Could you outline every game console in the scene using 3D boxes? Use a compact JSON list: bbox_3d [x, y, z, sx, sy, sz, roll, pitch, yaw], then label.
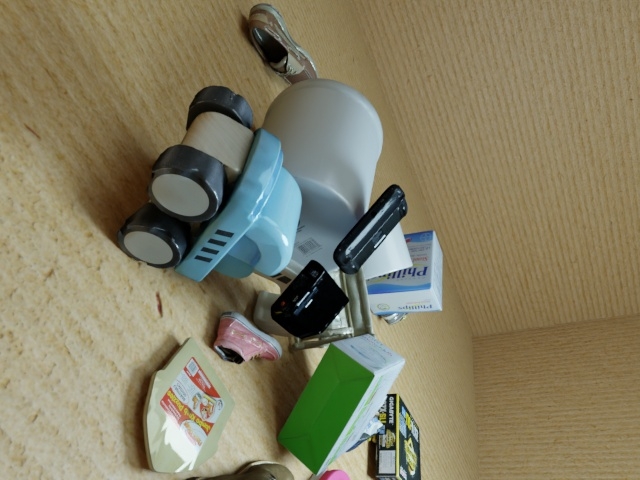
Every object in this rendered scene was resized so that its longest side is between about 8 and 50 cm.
[{"bbox_3d":[0.055,0.046,0.880,0.044,0.361,0.213,38,-9,26],"label":"game console"}]

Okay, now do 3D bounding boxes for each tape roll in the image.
[{"bbox_3d":[0.163,0.038,1.434,0.246,0.246,0.169,-2,73,-65],"label":"tape roll"}]

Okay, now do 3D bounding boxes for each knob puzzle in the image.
[{"bbox_3d":[-0.230,0.290,0.723,0.213,0.030,0.213,43,40,-51],"label":"knob puzzle"}]

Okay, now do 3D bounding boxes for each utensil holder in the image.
[{"bbox_3d":[-0.029,-0.157,1.060,0.327,0.328,0.385,57,32,-34],"label":"utensil holder"}]

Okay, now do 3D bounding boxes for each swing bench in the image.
[{"bbox_3d":[0.030,0.162,1.201,0.255,0.165,0.253,29,50,-65],"label":"swing bench"}]

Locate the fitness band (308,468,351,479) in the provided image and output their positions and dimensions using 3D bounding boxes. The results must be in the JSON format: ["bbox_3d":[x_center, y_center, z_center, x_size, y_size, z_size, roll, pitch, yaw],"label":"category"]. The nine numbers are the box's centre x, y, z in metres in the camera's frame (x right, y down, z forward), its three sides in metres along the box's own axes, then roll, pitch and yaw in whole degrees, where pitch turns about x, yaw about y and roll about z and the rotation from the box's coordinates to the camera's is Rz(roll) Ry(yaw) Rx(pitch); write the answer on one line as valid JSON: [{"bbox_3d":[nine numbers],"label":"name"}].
[{"bbox_3d":[0.011,0.663,1.000,0.291,0.054,0.209,-13,89,-64],"label":"fitness band"}]

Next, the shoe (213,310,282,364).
[{"bbox_3d":[-0.149,0.225,0.899,0.178,0.063,0.081,49,36,-35],"label":"shoe"}]

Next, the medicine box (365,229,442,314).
[{"bbox_3d":[0.324,0.126,1.683,0.149,0.264,0.289,60,32,-38],"label":"medicine box"}]

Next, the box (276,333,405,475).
[{"bbox_3d":[0.060,0.368,1.016,0.262,0.127,0.231,-62,154,9],"label":"box"}]

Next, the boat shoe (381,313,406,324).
[{"bbox_3d":[0.324,0.279,1.815,0.096,0.117,0.324,68,19,-8],"label":"boat shoe"}]

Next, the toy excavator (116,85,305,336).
[{"bbox_3d":[-0.125,0.014,0.829,0.445,0.433,0.222,30,44,-20],"label":"toy excavator"}]

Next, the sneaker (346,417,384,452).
[{"bbox_3d":[0.106,0.547,1.264,0.081,0.080,0.211,55,19,23],"label":"sneaker"}]

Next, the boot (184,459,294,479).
[{"bbox_3d":[-0.112,0.461,0.781,0.305,0.115,0.112,35,44,-56],"label":"boot"}]

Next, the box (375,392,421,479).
[{"bbox_3d":[0.268,0.703,1.466,0.257,0.079,0.322,-83,153,-43],"label":"box"}]

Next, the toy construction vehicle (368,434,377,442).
[{"bbox_3d":[0.159,0.591,1.389,0.086,0.035,0.098,58,30,-55],"label":"toy construction vehicle"}]

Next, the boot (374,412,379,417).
[{"bbox_3d":[0.095,0.461,1.226,0.158,0.059,0.084,17,43,-23],"label":"boot"}]

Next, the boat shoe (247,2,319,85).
[{"bbox_3d":[-0.118,-0.564,1.357,0.324,0.123,0.116,42,47,-40],"label":"boat shoe"}]
